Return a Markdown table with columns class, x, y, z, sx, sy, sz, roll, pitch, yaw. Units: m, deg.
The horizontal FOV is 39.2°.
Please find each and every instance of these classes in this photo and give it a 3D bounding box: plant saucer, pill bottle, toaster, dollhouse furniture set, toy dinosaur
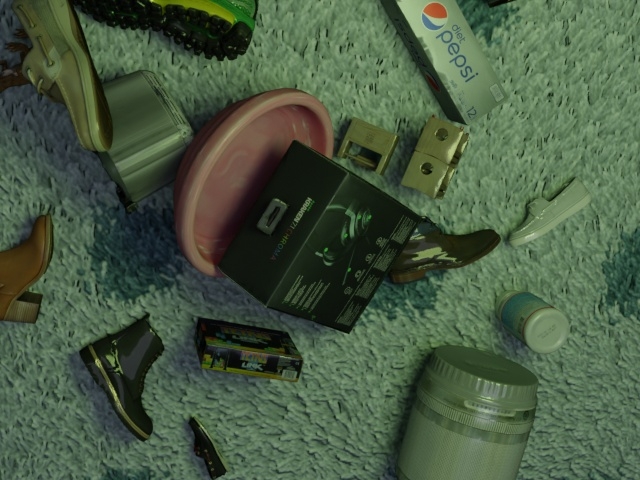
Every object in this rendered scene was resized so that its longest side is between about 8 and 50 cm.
| class | x | y | z | sx | sy | sz | roll | pitch | yaw |
| --- | --- | --- | --- | --- | --- | --- | --- | --- | --- |
| plant saucer | -0.116 | -0.100 | 1.449 | 0.332 | 0.084 | 0.332 | -37 | 147 | -30 |
| pill bottle | 0.387 | 0.145 | 1.671 | 0.087 | 0.160 | 0.087 | -3 | 105 | -13 |
| toaster | -0.286 | -0.161 | 1.407 | 0.146 | 0.227 | 0.129 | -29 | 151 | -11 |
| dollhouse furniture set | 0.149 | -0.167 | 1.573 | 0.183 | 0.129 | 0.129 | 25 | 97 | 11 |
| toy dinosaur | -0.451 | -0.272 | 1.422 | 0.211 | 0.064 | 0.112 | -16 | 135 | -16 |

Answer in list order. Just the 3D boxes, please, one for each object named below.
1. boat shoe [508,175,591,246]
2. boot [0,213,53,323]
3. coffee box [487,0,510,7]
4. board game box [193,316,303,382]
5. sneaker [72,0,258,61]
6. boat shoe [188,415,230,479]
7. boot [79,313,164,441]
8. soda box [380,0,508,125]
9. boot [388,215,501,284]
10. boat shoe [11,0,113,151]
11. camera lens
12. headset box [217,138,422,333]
| class | x | y | z | sx | sy | sz | roll | pitch | yaw |
| --- | --- | --- | --- | --- | --- | --- | --- | --- | --- |
| boat shoe | 0.421 | -0.055 | 1.684 | 0.184 | 0.066 | 0.063 | -32 | 95 | -2 |
| boot | -0.522 | 0.037 | 1.466 | 0.152 | 0.073 | 0.197 | 14 | 97 | -13 |
| coffee box | 0.327 | -0.533 | 1.503 | 0.141 | 0.098 | 0.247 | -19 | 100 | -7 |
| board game box | -0.128 | 0.188 | 1.563 | 0.170 | 0.141 | 0.048 | 11 | 102 | -16 |
| sneaker | -0.261 | -0.405 | 1.409 | 0.343 | 0.134 | 0.146 | 21 | 62 | -11 |
| boat shoe | -0.209 | 0.380 | 1.639 | 0.042 | 0.049 | 0.133 | -29 | 113 | -14 |
| boot | -0.310 | 0.240 | 1.570 | 0.137 | 0.077 | 0.198 | -32 | 110 | -10 |
| soda box | 0.203 | -0.341 | 1.536 | 0.091 | 0.098 | 0.286 | -35 | 109 | -2 |
| boot | 0.218 | -0.003 | 1.634 | 0.219 | 0.082 | 0.106 | -20 | 110 | -6 |
| boat shoe | -0.382 | -0.247 | 1.322 | 0.098 | 0.109 | 0.302 | -20 | 67 | -7 |
| camera lens | 0.269 | 0.357 | 1.663 | 0.219 | 0.219 | 0.274 | 11 | 101 | -16 |
| headset box | 0.000 | 0.000 | 1.479 | 0.283 | 0.131 | 0.246 | 23 | 100 | -55 |
